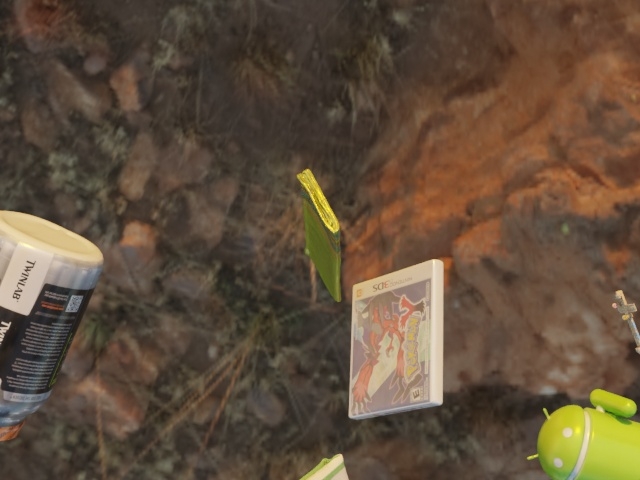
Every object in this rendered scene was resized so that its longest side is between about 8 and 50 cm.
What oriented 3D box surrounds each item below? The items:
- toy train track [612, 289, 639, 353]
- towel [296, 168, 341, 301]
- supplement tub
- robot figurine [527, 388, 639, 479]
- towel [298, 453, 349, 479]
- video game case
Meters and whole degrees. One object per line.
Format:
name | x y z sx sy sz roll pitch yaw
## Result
toy train track | 0.383 0.103 1.410 0.014 0.048 0.083 -21 87 -12
towel | 0.000 0.000 1.572 0.021 0.102 0.237 -23 155 -10
supplement tub | -0.471 0.130 1.714 0.194 0.193 0.316 22 97 -10
robot figurine | 0.232 0.177 0.937 0.115 0.067 0.101 17 89 -1
towel | 0.028 0.490 1.595 0.038 0.248 0.324 -21 91 29
video game case | 0.104 0.142 1.586 0.023 0.201 0.183 15 158 -34
